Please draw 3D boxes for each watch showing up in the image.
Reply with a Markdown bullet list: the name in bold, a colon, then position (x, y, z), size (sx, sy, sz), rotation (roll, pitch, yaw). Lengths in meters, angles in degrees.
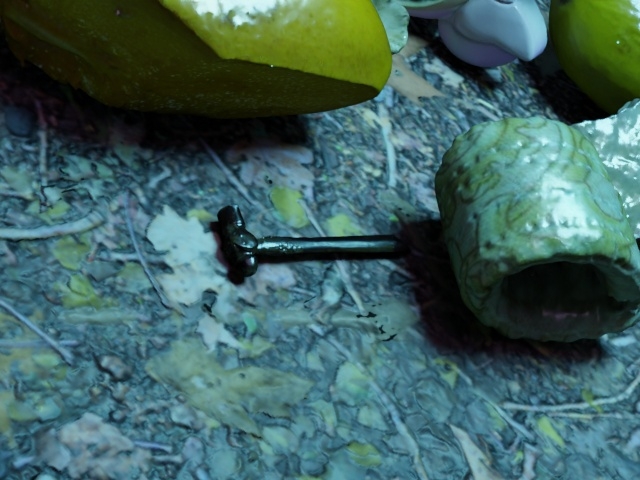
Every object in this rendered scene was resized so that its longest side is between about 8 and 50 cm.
- **watch**: position (0.142, -0.318, 1.512), size (0.248, 0.211, 0.217), rotation (25, 33, 3)

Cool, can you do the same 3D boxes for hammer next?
- **hammer**: position (0.000, 0.000, 1.236), size (0.178, 0.021, 0.065), rotation (-1, 51, -34)

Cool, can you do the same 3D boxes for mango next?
- **mango**: position (0.369, -0.169, 1.541), size (0.331, 0.142, 0.195), rotation (29, 44, -14)
- **mango**: position (-0.097, -0.192, 1.236), size (0.350, 0.199, 0.201), rotation (12, 9, -20)

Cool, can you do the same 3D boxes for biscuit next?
- **biscuit**: position (0.269, -0.059, 1.403), size (0.250, 0.032, 0.133), rotation (-17, 83, -15)

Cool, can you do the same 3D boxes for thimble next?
- **thimble**: position (0.188, -0.006, 1.275), size (0.190, 0.137, 0.143), rotation (17, 44, -33)

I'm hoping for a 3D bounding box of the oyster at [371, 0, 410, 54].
- **oyster**: position (-0.071, -0.279, 1.391), size (0.341, 0.110, 0.166), rotation (25, 47, -14)
